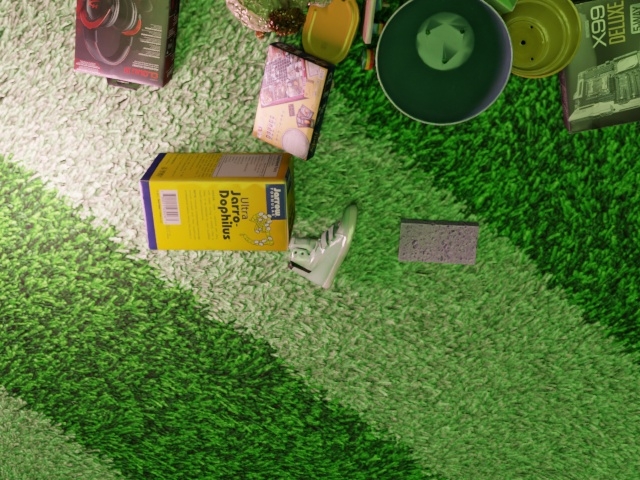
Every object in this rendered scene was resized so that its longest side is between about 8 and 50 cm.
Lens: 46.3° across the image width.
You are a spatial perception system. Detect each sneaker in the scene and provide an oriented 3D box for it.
[{"bbox_3d":[0.000,0.001,1.988,0.151,0.094,0.256,22,115,-4],"label":"sneaker"}]

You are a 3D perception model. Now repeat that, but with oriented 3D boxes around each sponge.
[{"bbox_3d":[0.315,0.004,2.002,0.210,0.031,0.117,3,117,3],"label":"sponge"}]

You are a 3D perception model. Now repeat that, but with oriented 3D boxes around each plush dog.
[{"bbox_3d":[-0.129,-0.526,1.634,0.262,0.225,0.210,31,117,0],"label":"plush dog"}]

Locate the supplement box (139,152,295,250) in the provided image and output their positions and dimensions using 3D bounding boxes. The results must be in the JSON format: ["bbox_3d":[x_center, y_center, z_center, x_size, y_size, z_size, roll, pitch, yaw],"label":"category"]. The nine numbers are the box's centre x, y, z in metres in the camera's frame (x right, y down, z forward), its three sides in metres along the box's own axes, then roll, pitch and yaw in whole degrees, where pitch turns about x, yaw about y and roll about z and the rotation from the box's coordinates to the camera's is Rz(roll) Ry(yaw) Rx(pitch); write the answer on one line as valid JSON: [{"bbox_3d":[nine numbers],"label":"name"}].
[{"bbox_3d":[-0.250,-0.100,1.895,0.357,0.194,0.195,1,117,4],"label":"supplement box"}]

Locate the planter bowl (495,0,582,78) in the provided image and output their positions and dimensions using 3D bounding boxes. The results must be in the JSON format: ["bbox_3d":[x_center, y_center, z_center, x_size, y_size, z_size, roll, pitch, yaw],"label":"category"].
[{"bbox_3d":[0.465,-0.455,1.677,0.217,0.090,0.217,16,127,23],"label":"planter bowl"}]

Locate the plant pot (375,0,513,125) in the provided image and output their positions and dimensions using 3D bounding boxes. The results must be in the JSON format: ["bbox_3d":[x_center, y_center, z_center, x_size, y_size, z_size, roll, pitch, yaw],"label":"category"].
[{"bbox_3d":[0.278,-0.429,1.684,0.290,0.195,0.290,4,118,8],"label":"plant pot"}]

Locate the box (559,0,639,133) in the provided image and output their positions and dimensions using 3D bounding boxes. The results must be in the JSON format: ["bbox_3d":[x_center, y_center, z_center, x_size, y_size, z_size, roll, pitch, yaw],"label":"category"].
[{"bbox_3d":[0.679,-0.422,1.733,0.242,0.076,0.307,-9,116,10],"label":"box"}]

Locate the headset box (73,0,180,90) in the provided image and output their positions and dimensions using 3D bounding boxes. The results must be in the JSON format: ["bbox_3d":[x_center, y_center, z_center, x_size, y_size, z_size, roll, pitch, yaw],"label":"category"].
[{"bbox_3d":[-0.451,-0.499,1.751,0.218,0.110,0.293,11,117,-3],"label":"headset box"}]

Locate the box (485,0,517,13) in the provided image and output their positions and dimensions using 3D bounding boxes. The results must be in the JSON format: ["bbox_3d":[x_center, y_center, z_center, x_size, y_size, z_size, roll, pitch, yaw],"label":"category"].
[{"bbox_3d":[0.334,-0.673,1.600,0.322,0.058,0.232,31,95,-10],"label":"box"}]

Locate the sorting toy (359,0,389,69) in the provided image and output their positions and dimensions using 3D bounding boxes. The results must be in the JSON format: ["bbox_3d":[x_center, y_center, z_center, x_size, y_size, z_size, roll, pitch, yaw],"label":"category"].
[{"bbox_3d":[0.125,-0.532,1.685,0.046,0.132,0.274,3,117,-6],"label":"sorting toy"}]

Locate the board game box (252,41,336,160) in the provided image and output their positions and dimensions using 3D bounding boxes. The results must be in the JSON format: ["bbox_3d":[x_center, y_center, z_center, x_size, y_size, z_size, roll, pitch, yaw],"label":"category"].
[{"bbox_3d":[-0.068,-0.334,1.800,0.165,0.042,0.243,28,125,17],"label":"board game box"}]

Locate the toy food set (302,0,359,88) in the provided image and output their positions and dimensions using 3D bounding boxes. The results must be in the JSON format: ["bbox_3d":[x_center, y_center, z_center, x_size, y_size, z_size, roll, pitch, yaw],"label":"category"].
[{"bbox_3d":[0.028,-0.483,1.759,0.128,0.071,0.218,29,116,16],"label":"toy food set"}]
